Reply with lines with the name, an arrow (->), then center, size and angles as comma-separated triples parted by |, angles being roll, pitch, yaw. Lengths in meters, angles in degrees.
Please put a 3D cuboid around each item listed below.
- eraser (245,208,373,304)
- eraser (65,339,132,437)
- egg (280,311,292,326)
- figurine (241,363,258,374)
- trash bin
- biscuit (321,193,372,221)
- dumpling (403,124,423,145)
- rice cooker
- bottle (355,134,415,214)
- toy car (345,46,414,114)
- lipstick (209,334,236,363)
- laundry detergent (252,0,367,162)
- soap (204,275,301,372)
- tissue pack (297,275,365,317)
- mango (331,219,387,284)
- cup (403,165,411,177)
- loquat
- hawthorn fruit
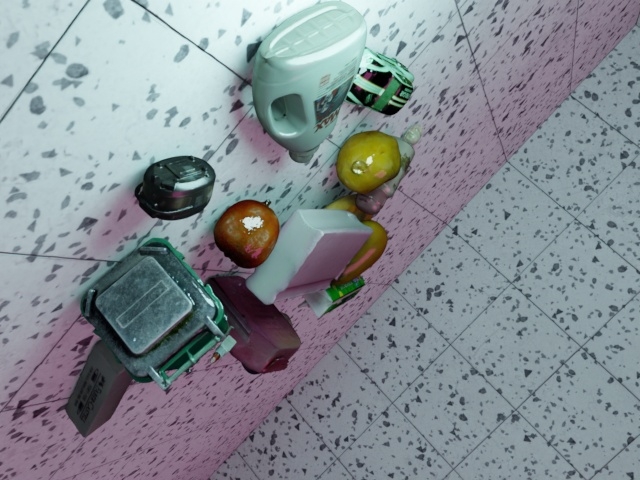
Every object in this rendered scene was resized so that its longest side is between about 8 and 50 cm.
eraser -> -0.023, 0.039, 1.764 | 0.272, 0.122, 0.359 | -55, 161, 19
eraser -> -0.588, 0.385, 1.646 | 0.077, 0.111, 0.352 | -15, 146, -52
egg -> -0.194, 0.359, 2.310 | 0.217, 0.183, 0.183 | -48, 161, 10
figurine -> -0.242, 0.454, 2.496 | 0.222, 0.145, 0.145 | -28, 156, -44
trash bin -> -0.356, 0.197, 1.487 | 0.259, 0.295, 0.381 | -42, 167, -7
biscuit -> -0.001, -0.001, 2.077 | 0.446, 0.104, 0.429 | -41, 162, -2
dumpling -> 0.309, -0.357, 2.075 | 0.076, 0.057, 0.052 | -31, -144, 48
rice cooker -> -0.287, -0.108, 1.226 | 0.165, 0.112, 0.106 | -26, 149, -49
bottle -> 0.195, -0.199, 1.929 | 0.253, 0.120, 0.120 | -61, 164, -11
toy car -> 0.150, -0.387, 1.536 | 0.136, 0.125, 0.306 | -52, 162, 22
lipstick -> -0.259, 0.290, 1.589 | 0.030, 0.030, 0.129 | -46, -179, 19
laundry detergent -> -0.040, -0.301, 1.329 | 0.264, 0.125, 0.398 | -37, 162, -24
soap -> -0.211, 0.251, 1.824 | 0.127, 0.325, 0.220 | -48, 159, 22
tissue pack -> 0.022, 0.167, 2.113 | 0.209, 0.148, 0.156 | -22, 157, -51
mango -> 0.114, 0.042, 2.012 | 0.254, 0.139, 0.175 | -45, 158, 7
cup -> 0.258, -0.242, 2.149 | 0.099, 0.074, 0.102 | -51, 161, 18
loquat -> 0.141, -0.230, 1.776 | 0.187, 0.176, 0.234 | -10, -167, 28
hawthorn fruit -> -0.180, -0.029, 1.559 | 0.188, 0.169, 0.169 | -52, 163, -11
